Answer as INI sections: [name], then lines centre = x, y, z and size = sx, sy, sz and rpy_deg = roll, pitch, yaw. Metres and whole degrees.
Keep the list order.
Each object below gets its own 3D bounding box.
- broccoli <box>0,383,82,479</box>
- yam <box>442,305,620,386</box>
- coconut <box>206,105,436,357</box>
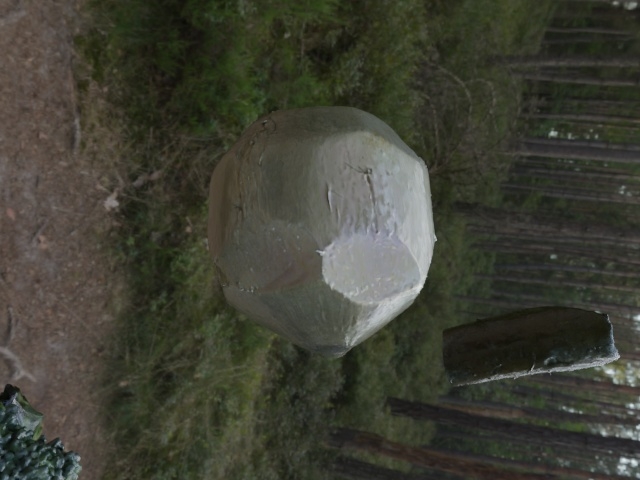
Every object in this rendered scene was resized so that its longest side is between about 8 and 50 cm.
[broccoli]
centre = -0.453, 0.309, 0.578
size = 0.339, 0.277, 0.317
rpy_deg = -56, -178, -7
[yam]
centre = 0.317, 0.164, 0.849
size = 0.106, 0.259, 0.106
rpy_deg = 49, 32, -47
[coconut]
centre = -0.002, -0.001, 0.382
size = 0.161, 0.160, 0.162
rpy_deg = 73, 16, -71
